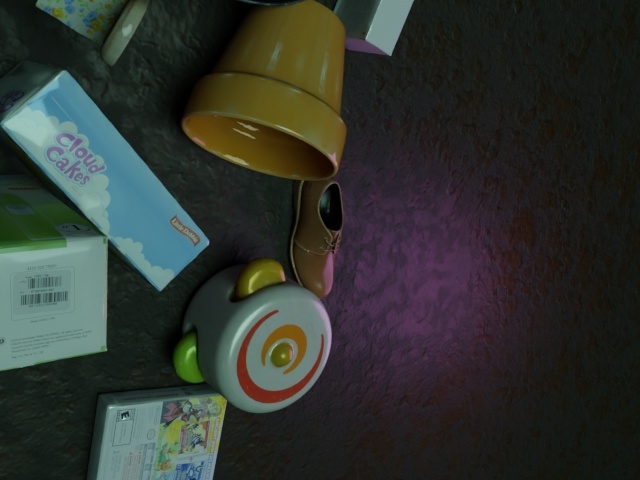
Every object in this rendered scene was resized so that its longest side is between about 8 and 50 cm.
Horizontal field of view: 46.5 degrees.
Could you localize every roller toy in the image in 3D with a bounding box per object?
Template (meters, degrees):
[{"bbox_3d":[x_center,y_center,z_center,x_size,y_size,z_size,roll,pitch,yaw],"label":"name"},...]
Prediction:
[{"bbox_3d":[-0.086,0.138,1.067,0.191,0.146,0.209,34,84,-39],"label":"roller toy"}]

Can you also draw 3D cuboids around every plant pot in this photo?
[{"bbox_3d":[-0.053,-0.201,0.955,0.205,0.205,0.188,25,75,-39],"label":"plant pot"}]

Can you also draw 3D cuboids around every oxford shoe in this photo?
[{"bbox_3d":[0.000,0.000,1.129,0.076,0.076,0.212,-18,118,-33],"label":"oxford shoe"}]

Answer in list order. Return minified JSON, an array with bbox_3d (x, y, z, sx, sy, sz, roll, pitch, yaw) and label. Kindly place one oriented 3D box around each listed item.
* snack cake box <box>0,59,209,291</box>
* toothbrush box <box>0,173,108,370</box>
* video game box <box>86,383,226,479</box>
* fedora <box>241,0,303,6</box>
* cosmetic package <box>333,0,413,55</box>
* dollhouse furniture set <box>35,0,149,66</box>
[{"bbox_3d":[-0.262,-0.074,0.859,0.089,0.152,0.264,-46,126,-14],"label":"snack cake box"},{"bbox_3d":[-0.358,0.022,0.739,0.206,0.283,0.122,-6,108,-34],"label":"toothbrush box"},{"bbox_3d":[-0.239,0.313,1.081,0.187,0.048,0.205,4,104,-35],"label":"video game box"},{"bbox_3d":[-0.042,-0.439,0.838,0.334,0.152,0.334,1,88,-22],"label":"fedora"},{"bbox_3d":[0.098,-0.385,1.049,0.060,0.099,0.239,20,94,-39],"label":"cosmetic package"},{"bbox_3d":[-0.230,-0.384,0.581,0.362,0.256,0.394,32,107,-22],"label":"dollhouse furniture set"}]
